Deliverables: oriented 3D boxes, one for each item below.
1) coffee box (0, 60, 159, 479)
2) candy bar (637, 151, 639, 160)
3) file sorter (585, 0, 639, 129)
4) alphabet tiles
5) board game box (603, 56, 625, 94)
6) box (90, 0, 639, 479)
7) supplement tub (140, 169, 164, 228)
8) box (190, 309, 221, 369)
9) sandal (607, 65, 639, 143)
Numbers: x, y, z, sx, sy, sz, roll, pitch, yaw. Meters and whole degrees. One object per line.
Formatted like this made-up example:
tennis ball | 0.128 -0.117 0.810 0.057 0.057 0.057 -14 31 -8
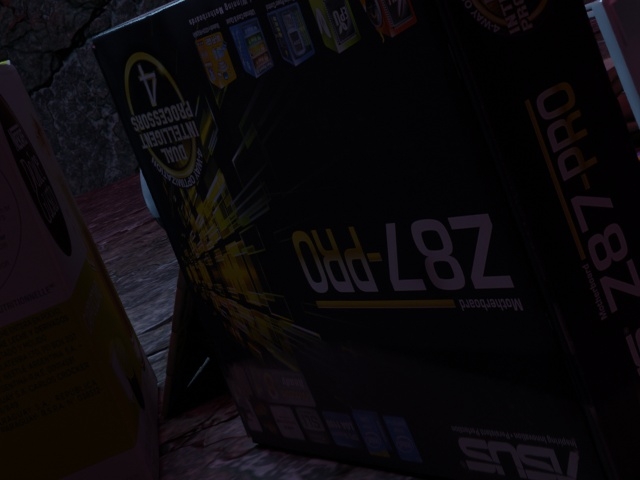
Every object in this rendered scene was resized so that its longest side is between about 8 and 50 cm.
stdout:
coffee box | -0.344 0.071 1.049 0.338 0.334 0.337 -23 11 -4
candy bar | 0.290 -0.064 1.323 0.161 0.018 0.040 -27 11 -20
file sorter | 0.357 -0.167 1.242 0.277 0.193 0.173 -26 8 -20
alphabet tiles | -0.099 0.026 1.218 0.009 0.198 0.237 11 18 7
board game box | 0.385 -0.212 1.802 0.147 0.045 0.193 -21 10 4
box | 0.026 -0.020 0.803 0.097 0.318 0.395 -29 14 -29
supplement tub | -0.080 -0.096 1.719 0.207 0.207 0.338 -28 12 -29
box | 0.000 0.000 1.192 0.183 0.059 0.233 -11 41 28
sandal | 0.348 -0.164 1.520 0.120 0.086 0.303 -28 12 -28
